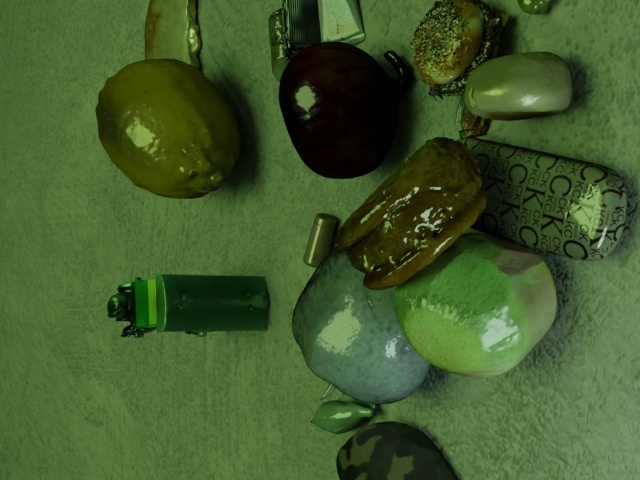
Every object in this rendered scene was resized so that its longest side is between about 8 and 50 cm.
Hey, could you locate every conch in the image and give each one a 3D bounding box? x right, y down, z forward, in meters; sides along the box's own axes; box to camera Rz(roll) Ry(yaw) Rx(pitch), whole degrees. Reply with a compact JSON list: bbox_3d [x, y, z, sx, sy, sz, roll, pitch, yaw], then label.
[{"bbox_3d":[0.041,0.303,2.158,0.180,0.088,0.065,-21,116,46],"label":"conch"}]

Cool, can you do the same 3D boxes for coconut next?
[{"bbox_3d":[0.231,0.087,1.767,0.236,0.236,0.204,-22,106,52],"label":"coconut"}]

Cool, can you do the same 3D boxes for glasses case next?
[{"bbox_3d":[0.297,-0.064,1.767,0.355,0.085,0.137,21,104,54],"label":"glasses case"}]

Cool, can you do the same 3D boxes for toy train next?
[{"bbox_3d":[-0.260,0.126,2.377,0.202,0.301,0.120,-9,81,45],"label":"toy train"}]

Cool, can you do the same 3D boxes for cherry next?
[{"bbox_3d":[0.074,0.133,1.967,0.255,0.218,0.296,49,123,51],"label":"cherry"}]

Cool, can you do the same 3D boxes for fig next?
[{"bbox_3d":[0.033,-0.222,2.037,0.215,0.235,0.234,7,97,17],"label":"fig"}]

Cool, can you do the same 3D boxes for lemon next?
[{"bbox_3d":[-0.299,-0.222,2.458,0.316,0.285,0.285,23,116,7],"label":"lemon"}]

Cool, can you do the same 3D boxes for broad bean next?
[{"bbox_3d":[0.320,-0.370,1.776,0.063,0.045,0.083,44,117,44],"label":"broad bean"}]

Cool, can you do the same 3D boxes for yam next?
[{"bbox_3d":[-0.063,-0.358,2.290,0.070,0.070,0.146,-15,77,54],"label":"yam"}]

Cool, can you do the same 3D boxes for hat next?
[{"bbox_3d":[0.109,0.495,1.944,0.382,0.257,0.366,45,125,21],"label":"hat"}]

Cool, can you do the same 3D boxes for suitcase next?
[{"bbox_3d":[-0.028,-0.394,2.225,0.059,0.086,0.126,152,116,-80],"label":"suitcase"}]

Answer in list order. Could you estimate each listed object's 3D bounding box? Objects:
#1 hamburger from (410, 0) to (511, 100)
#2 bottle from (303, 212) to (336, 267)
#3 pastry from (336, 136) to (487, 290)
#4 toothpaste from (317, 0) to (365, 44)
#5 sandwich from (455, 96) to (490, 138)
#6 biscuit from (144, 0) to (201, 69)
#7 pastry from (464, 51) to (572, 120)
[{"bbox_3d":[0.201,-0.302,1.876,0.190,0.093,0.164,8,81,58],"label":"hamburger"},{"bbox_3d":[0.000,0.000,2.220,0.045,0.045,0.096,36,117,49],"label":"bottle"},{"bbox_3d":[0.127,-0.047,1.750,0.240,0.132,0.235,-39,8,6],"label":"pastry"},{"bbox_3d":[0.024,-0.460,2.181,0.089,0.057,0.234,-12,81,30],"label":"toothpaste"},{"bbox_3d":[0.247,-0.209,1.886,0.135,0.029,0.067,-55,47,38],"label":"sandwich"},{"bbox_3d":[-0.328,-0.440,2.688,0.205,0.040,0.308,-18,75,53],"label":"biscuit"},{"bbox_3d":[0.280,-0.219,1.738,0.156,0.156,0.091,-10,88,54],"label":"pastry"}]
